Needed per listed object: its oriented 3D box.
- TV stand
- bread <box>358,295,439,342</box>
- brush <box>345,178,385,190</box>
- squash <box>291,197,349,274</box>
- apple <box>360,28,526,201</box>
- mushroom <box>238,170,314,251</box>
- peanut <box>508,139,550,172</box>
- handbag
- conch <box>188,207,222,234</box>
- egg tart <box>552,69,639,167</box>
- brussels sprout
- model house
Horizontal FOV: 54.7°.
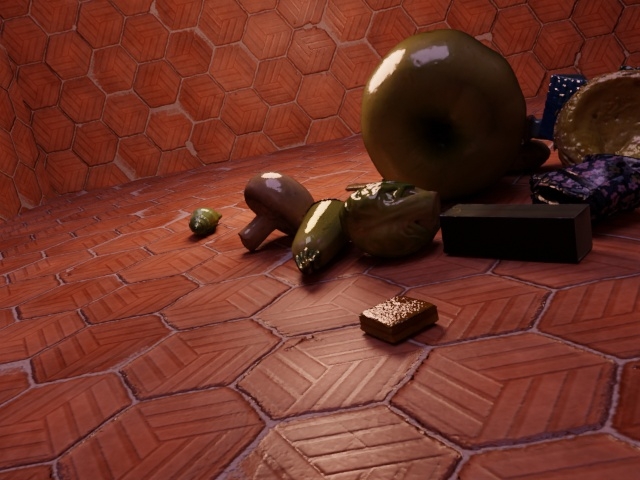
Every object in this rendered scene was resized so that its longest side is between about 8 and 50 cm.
[{"bbox_3d":[0.366,-0.018,1.182,0.269,0.088,0.082,3,23,43],"label":"TV stand"},{"bbox_3d":[0.123,0.122,0.976,0.094,0.035,0.090,-21,18,-28],"label":"bread"},{"bbox_3d":[0.193,-0.190,2.019,0.247,0.036,0.043,-1,15,34],"label":"brush"},{"bbox_3d":[-0.014,-0.006,1.375,0.137,0.137,0.287,-4,20,27],"label":"squash"},{"bbox_3d":[0.326,-0.334,1.669,0.473,0.474,0.474,-11,16,3],"label":"apple"},{"bbox_3d":[-0.125,-0.066,1.600,0.215,0.207,0.207,-49,26,-11],"label":"mushroom"},{"bbox_3d":[0.564,-0.258,1.842,0.236,0.111,0.120,2,7,36],"label":"peanut"},{"bbox_3d":[0.549,-0.101,1.270,0.207,0.127,0.228,-22,17,-10],"label":"handbag"},{"bbox_3d":[-0.359,-0.058,1.906,0.094,0.080,0.201,-25,-1,0],"label":"conch"},{"bbox_3d":[0.719,-0.252,1.472,0.314,0.315,0.120,-6,-13,20],"label":"egg tart"},{"bbox_3d":[0.149,-0.049,1.333,0.223,0.161,0.223,5,9,-1],"label":"brussels sprout"},{"bbox_3d":[0.721,-0.363,1.709,0.329,0.252,0.295,10,24,25],"label":"model house"}]
